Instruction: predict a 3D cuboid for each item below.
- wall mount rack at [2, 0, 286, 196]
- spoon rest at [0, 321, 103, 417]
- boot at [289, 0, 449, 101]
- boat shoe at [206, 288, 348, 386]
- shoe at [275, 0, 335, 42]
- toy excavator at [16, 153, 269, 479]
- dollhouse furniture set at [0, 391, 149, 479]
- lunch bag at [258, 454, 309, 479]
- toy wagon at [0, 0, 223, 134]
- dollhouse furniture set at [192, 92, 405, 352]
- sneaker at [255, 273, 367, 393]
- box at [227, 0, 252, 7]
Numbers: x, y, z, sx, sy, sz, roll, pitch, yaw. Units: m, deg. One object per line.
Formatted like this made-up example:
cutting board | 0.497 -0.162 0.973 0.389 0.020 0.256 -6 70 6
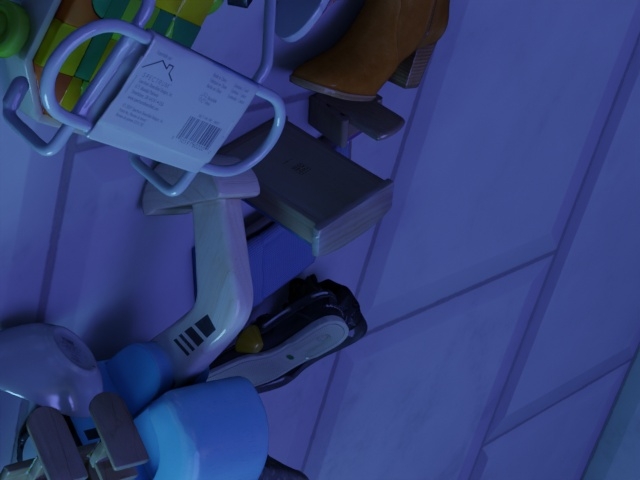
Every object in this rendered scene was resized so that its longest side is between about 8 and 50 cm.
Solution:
wall mount rack | -0.148 -0.202 1.389 0.304 0.130 0.350 -54 149 11
spoon rest | -0.350 0.125 1.582 0.084 0.137 0.276 -41 137 11
boot | 0.076 -0.296 1.806 0.295 0.104 0.211 -17 128 -54
boat shoe | -0.073 0.146 1.985 0.233 0.079 0.084 -27 144 10
shoe | 0.014 -0.311 1.718 0.081 0.063 0.178 29 90 -55
toy excavator | -0.169 0.171 1.733 0.445 0.432 0.222 -39 160 31
dollhouse furniture set | -0.351 0.249 1.565 0.242 0.161 0.212 -10 151 -35
lunch bag | -0.184 0.425 2.053 0.287 0.169 0.235 -61 150 0
toy wagon | -0.196 -0.272 1.447 0.267 0.068 0.344 13 108 -59
dollhouse furniture set | 0.000 0.000 1.871 0.286 0.198 0.303 -33 144 -34
sneaker | -0.045 0.130 2.057 0.228 0.087 0.130 -30 123 -14
box | -0.064 -0.350 1.546 0.116 0.029 0.162 87 21 -47
